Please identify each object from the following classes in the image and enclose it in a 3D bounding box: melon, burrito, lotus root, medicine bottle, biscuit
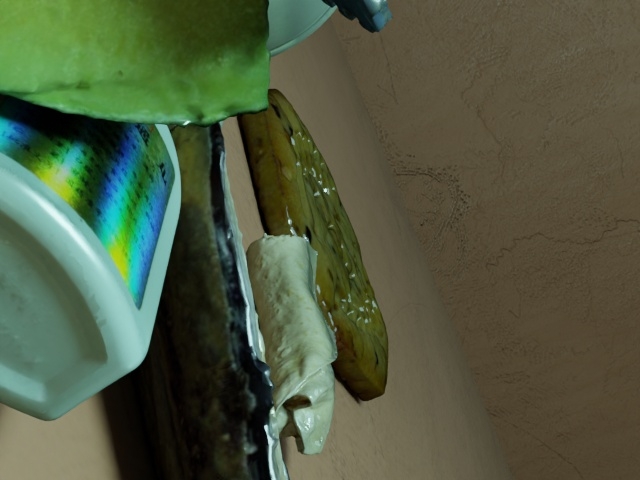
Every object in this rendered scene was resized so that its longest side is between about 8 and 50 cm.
[{"bbox_3d":[-0.144,-0.183,0.510,0.196,0.124,0.323,19,29,-41],"label":"melon"},{"bbox_3d":[-0.020,0.072,0.946,0.226,0.060,0.087,-101,172,-51],"label":"burrito"},{"bbox_3d":[-0.058,0.099,0.625,0.167,0.078,0.330,86,-8,-69],"label":"lotus root"},{"bbox_3d":[-0.118,-0.031,0.524,0.121,0.083,0.229,50,17,-21],"label":"medicine bottle"},{"bbox_3d":[0.001,0.000,1.286,0.359,0.046,0.359,-20,90,-80],"label":"biscuit"}]

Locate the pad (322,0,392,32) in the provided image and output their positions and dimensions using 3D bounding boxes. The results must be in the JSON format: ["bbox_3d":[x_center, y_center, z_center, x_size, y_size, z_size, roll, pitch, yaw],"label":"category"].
[{"bbox_3d":[-0.078,-0.219,0.455,0.270,0.012,0.269,58,-4,-31],"label":"pad"}]

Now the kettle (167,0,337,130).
[{"bbox_3d":[-0.094,-0.244,0.782,0.318,0.205,0.265,54,15,-68],"label":"kettle"}]
